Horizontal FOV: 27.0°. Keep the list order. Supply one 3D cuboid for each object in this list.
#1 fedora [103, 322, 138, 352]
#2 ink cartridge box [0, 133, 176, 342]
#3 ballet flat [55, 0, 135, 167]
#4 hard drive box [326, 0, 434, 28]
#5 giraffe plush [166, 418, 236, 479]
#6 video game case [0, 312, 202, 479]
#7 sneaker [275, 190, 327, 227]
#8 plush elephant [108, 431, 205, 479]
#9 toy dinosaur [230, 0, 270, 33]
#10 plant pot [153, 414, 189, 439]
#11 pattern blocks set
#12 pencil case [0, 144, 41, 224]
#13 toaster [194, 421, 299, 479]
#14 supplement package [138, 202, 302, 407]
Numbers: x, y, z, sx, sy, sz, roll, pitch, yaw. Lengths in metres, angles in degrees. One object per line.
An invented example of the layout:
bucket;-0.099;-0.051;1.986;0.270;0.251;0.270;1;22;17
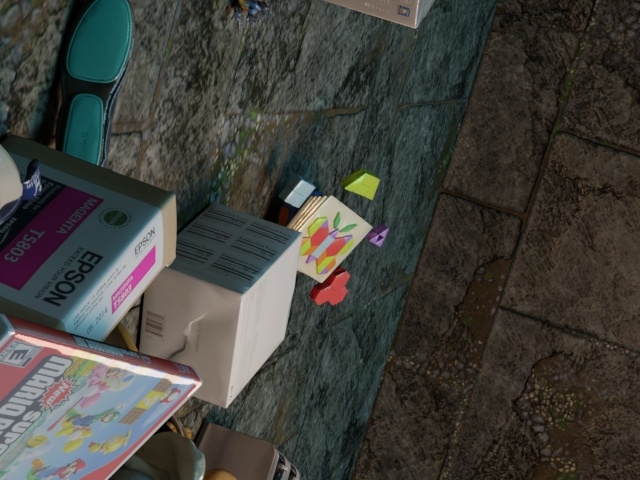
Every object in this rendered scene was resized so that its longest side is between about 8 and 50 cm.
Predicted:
fedora;-0.270;0.174;1.594;0.079;0.194;0.194;-17;135;-28
ink cartridge box;-0.271;0.018;1.241;0.234;0.193;0.088;-56;159;-47
ballet flat;-0.240;-0.162;1.394;0.074;0.074;0.203;-6;108;-74
hard drive box;0.060;-0.403;1.828;0.089;0.232;0.181;93;21;-46
giraffe plush;-0.201;0.389;2.013;0.181;0.171;0.210;-34;141;-67
video game case;-0.247;0.163;1.145;0.204;0.025;0.285;-45;152;10
sneaker;-0.009;-0.031;2.341;0.221;0.087;0.083;-31;139;-68
plush elephant;-0.280;0.278;1.413;0.330;0.255;0.271;52;59;-73
toy dinosaur;-0.092;-0.315;1.777;0.082;0.047;0.090;-82;169;-51
plant pot;-0.248;0.280;1.762;0.165;0.167;0.167;66;44;-81
pattern blocks set;0.000;0.000;2.237;0.325;0.026;0.285;9;120;-52
pencil case;-0.375;0.076;1.005;0.410;0.160;0.183;-64;150;-24
toaster;-0.138;0.399;2.282;0.168;0.186;0.110;60;48;-61
supplement package;-0.142;0.087;1.881;0.203;0.149;0.194;-48;153;-56
